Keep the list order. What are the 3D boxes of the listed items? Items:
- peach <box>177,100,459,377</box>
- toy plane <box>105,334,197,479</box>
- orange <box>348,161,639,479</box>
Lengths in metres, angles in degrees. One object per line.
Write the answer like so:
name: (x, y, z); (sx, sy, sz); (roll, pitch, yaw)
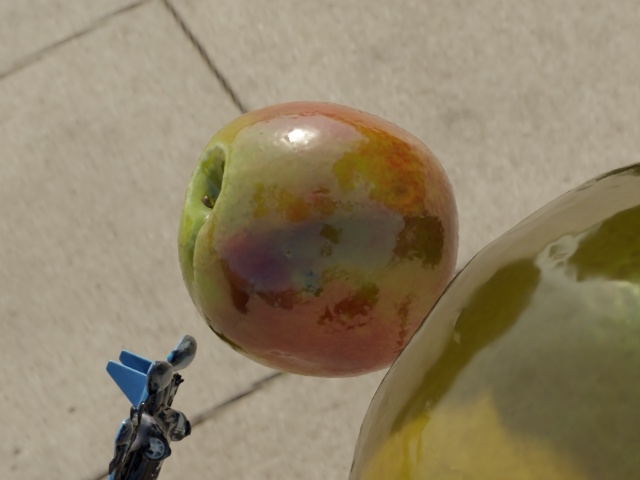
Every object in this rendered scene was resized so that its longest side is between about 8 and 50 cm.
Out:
peach: (0.000, 0.000, 1.468); (0.231, 0.231, 0.231); (-6, 55, 9)
toy plane: (-0.173, 0.213, 1.696); (0.078, 0.169, 0.246); (12, 102, 9)
orange: (0.146, 0.105, 0.646); (0.279, 0.279, 0.235); (-33, 41, -11)
